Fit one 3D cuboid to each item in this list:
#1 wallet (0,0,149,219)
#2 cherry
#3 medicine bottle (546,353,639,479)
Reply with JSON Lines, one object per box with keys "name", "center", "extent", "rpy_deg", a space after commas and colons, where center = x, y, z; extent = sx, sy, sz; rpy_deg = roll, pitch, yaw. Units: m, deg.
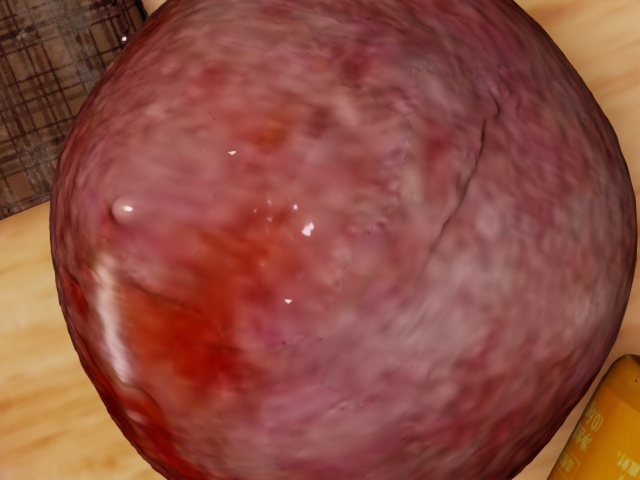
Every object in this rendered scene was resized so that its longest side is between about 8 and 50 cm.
{"name": "wallet", "center": [-0.143, -0.119, 0.727], "extent": [0.124, 0.042, 0.230], "rpy_deg": [-20, 108, 7]}
{"name": "cherry", "center": [0.000, 0.000, 0.620], "extent": [0.175, 0.249, 0.192], "rpy_deg": [32, 98, 24]}
{"name": "medicine bottle", "center": [0.097, 0.142, 0.670], "extent": [0.096, 0.096, 0.192], "rpy_deg": [30, 100, 15]}
